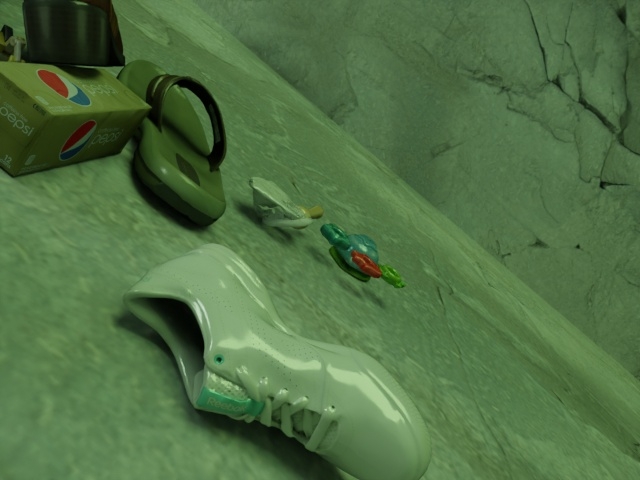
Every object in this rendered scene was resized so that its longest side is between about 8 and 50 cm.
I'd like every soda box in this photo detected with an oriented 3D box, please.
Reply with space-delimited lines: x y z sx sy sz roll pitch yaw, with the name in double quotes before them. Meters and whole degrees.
"soda box" -0.210 -0.104 0.522 0.061 0.058 0.181 39 15 -3

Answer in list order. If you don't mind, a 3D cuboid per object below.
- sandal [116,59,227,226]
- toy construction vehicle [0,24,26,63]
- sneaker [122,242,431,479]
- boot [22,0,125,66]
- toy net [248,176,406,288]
"sandal" -0.144 -0.123 0.681 0.120 0.086 0.303 28 19 -38
"toy construction vehicle" -0.311 -0.189 0.569 0.086 0.035 0.098 26 20 -42
"sneaker" -0.033 0.089 0.390 0.212 0.080 0.094 37 25 15
"boot" -0.237 -0.308 0.587 0.096 0.280 0.264 1 14 -11
"toy net" 0.000 0.000 0.770 0.232 0.045 0.122 28 21 -35
